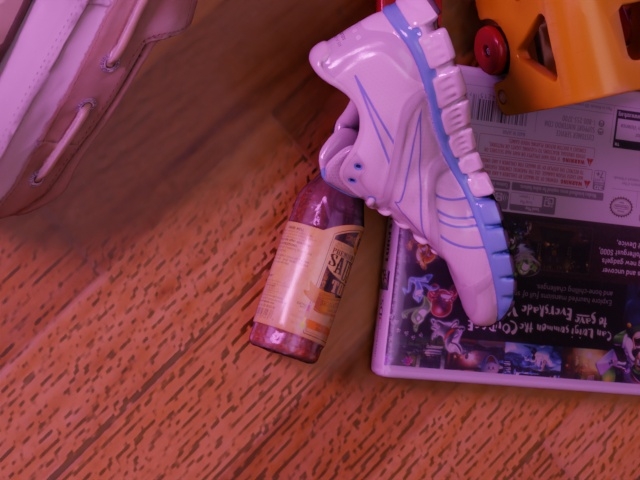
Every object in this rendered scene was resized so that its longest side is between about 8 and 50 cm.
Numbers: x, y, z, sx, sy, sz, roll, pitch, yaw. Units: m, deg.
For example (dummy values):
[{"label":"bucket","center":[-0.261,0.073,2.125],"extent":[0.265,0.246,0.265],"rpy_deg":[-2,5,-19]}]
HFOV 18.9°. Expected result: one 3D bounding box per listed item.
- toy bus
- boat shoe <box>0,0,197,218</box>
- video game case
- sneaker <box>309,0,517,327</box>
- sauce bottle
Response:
[{"label":"toy bus","center":[0.137,-0.165,1.014],"extent":[0.202,0.104,0.191],"rpy_deg":[34,74,-22]},{"label":"boat shoe","center":[-0.107,-0.145,0.910],"extent":[0.103,0.113,0.302],"rpy_deg":[27,105,-42]},{"label":"video game case","center":[0.125,-0.004,1.077],"extent":[0.190,0.022,0.173],"rpy_deg":[6,91,-24]},{"label":"sneaker","center":[0.045,-0.033,0.990],"extent":[0.083,0.071,0.190],"rpy_deg":[-21,115,-1]},{"label":"sauce bottle","center":[0.000,0.000,1.013],"extent":[0.042,0.042,0.128],"rpy_deg":[20,86,-23]}]
